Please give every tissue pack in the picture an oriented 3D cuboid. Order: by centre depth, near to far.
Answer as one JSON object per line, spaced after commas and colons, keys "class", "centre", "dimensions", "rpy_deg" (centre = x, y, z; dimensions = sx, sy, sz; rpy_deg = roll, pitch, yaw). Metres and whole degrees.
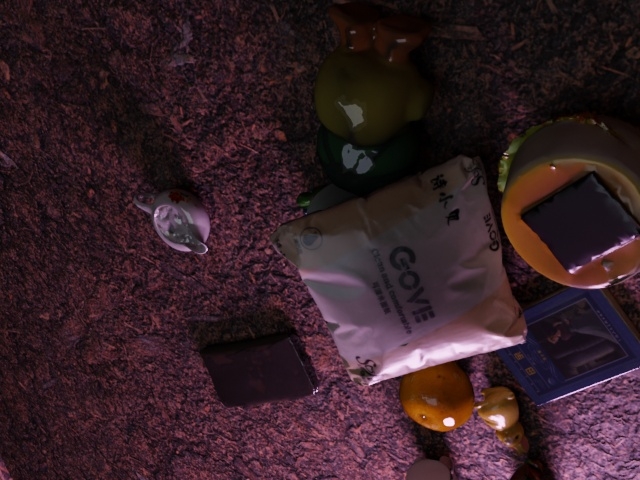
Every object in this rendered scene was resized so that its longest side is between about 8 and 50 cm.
{"class": "tissue pack", "centre": [0.154, 0.059, 1.710], "dimensions": [0.390, 0.195, 0.375], "rpy_deg": [-22, 114, 11]}

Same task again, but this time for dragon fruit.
{"class": "dragon fruit", "centre": [0.416, 0.509, 1.924], "dimensions": [0.175, 0.138, 0.142], "rpy_deg": [36, 180, -25]}

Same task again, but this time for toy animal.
{"class": "toy animal", "centre": [0.079, -0.224, 1.672], "dimensions": [0.216, 0.191, 0.338], "rpy_deg": [19, 126, 26]}
{"class": "toy animal", "centre": [0.372, 0.364, 1.896], "dimensions": [0.083, 0.070, 0.159], "rpy_deg": [-13, 112, 38]}
{"class": "toy animal", "centre": [0.000, 0.000, 1.928], "dimensions": [0.103, 0.100, 0.208], "rpy_deg": [-15, 114, 5]}
{"class": "toy animal", "centre": [0.263, 0.552, 2.082], "dimensions": [0.104, 0.130, 0.220], "rpy_deg": [-22, 133, 10]}

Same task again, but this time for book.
{"class": "book", "centre": [0.447, 0.188, 1.762], "dimensions": [0.269, 0.025, 0.191], "rpy_deg": [-33, 95, 43]}

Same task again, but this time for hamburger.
{"class": "hamburger", "centre": [0.425, -0.067, 1.527], "dimensions": [0.294, 0.179, 0.276], "rpy_deg": [48, 136, -1]}

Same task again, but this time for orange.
{"class": "orange", "centre": [0.235, 0.304, 1.922], "dimensions": [0.155, 0.134, 0.154], "rpy_deg": [27, 152, 16]}

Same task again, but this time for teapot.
{"class": "teapot", "centre": [-0.314, -0.051, 2.127], "dimensions": [0.226, 0.092, 0.145], "rpy_deg": [29, 126, 21]}

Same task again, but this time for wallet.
{"class": "wallet", "centre": [-0.143, 0.303, 2.246], "dimensions": [0.310, 0.042, 0.165], "rpy_deg": [-16, 104, 39]}

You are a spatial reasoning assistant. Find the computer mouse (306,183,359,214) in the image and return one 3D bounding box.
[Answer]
{"class": "computer mouse", "centre": [0.075, 0.019, 1.858], "dimensions": [0.288, 0.159, 0.097], "rpy_deg": [64, 163, -20]}
